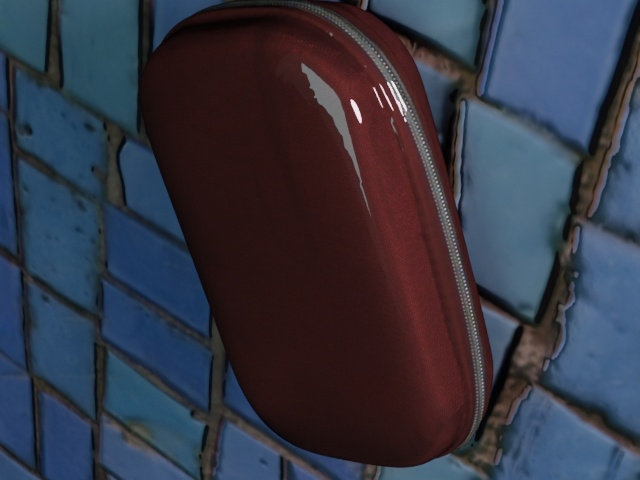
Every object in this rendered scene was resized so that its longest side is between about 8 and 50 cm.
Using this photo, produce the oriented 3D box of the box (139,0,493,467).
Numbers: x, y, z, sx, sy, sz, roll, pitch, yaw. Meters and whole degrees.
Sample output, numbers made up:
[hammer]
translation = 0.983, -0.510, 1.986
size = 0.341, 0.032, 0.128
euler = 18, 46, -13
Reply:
[box]
translation = 0.000, 0.000, 0.988
size = 0.263, 0.108, 0.403
euler = 5, 121, 41
